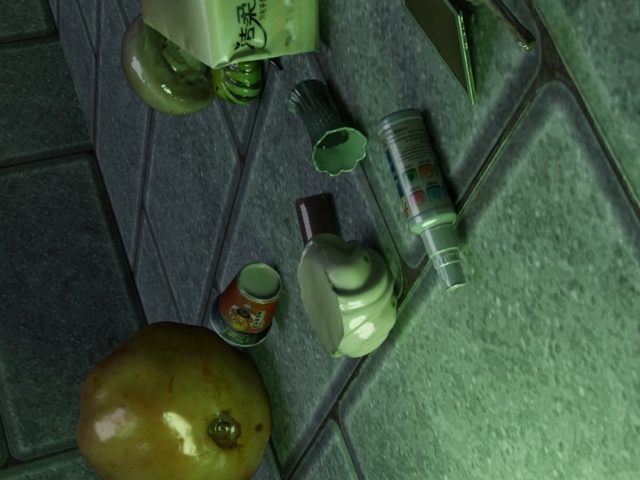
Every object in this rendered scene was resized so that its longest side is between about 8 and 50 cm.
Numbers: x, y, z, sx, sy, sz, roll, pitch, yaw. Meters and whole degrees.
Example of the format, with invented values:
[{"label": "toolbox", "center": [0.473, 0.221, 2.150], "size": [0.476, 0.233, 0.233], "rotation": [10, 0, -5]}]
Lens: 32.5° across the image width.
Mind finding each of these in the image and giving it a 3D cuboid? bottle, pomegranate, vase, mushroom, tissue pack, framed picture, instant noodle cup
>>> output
[{"label": "bottle", "center": [0.123, -0.047, 1.277], "size": [0.060, 0.060, 0.217], "rotation": [127, 128, -66]}, {"label": "pomegranate", "center": [-0.297, 0.362, 2.241], "size": [0.411, 0.411, 0.412], "rotation": [167, 90, -71]}, {"label": "vase", "center": [0.003, -0.165, 1.525], "size": [0.149, 0.081, 0.081], "rotation": [-116, 22, -44]}, {"label": "bottle", "center": [0.000, 0.000, 1.668], "size": [0.053, 0.053, 0.140], "rotation": [175, 82, -71]}, {"label": "mushroom", "center": [-0.244, -0.338, 1.979], "size": [0.215, 0.207, 0.207], "rotation": [-25, 76, 36]}, {"label": "tissue pack", "center": [-0.147, -0.481, 1.539], "size": [0.332, 0.205, 0.405], "rotation": [40, 140, 54]}, {"label": "framed picture", "center": [0.117, -0.248, 1.168], "size": [0.183, 0.011, 0.142], "rotation": [62, 177, 36]}, {"label": "instant noodle cup", "center": [-0.129, 0.111, 2.026], "size": [0.127, 0.127, 0.136], "rotation": [67, 150, 26]}]

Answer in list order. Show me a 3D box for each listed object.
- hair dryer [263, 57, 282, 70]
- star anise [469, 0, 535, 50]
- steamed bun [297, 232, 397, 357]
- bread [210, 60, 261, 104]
[{"label": "hair dryer", "center": [-0.105, -0.318, 1.766], "size": [0.150, 0.071, 0.047], "rotation": [45, 151, 28]}, {"label": "star anise", "center": [0.146, -0.288, 1.007], "size": [0.209, 0.089, 0.231], "rotation": [85, 173, -45]}, {"label": "steamed bun", "center": [0.042, 0.074, 1.520], "size": [0.183, 0.106, 0.183], "rotation": [163, 90, -72]}, {"label": "bread", "center": [-0.148, -0.291, 1.876], "size": [0.139, 0.071, 0.130], "rotation": [-128, 35, -50]}]
